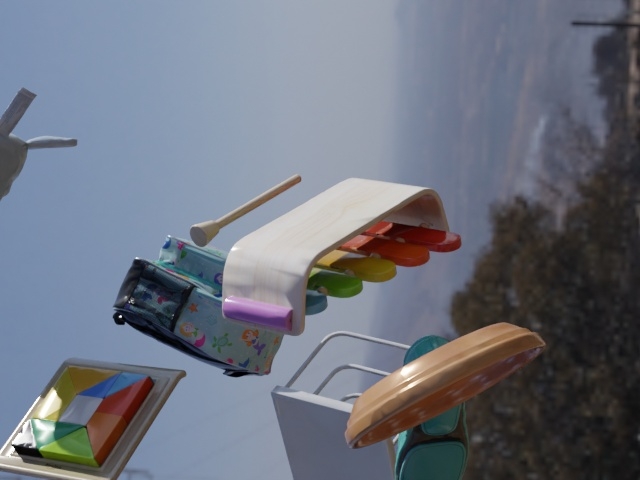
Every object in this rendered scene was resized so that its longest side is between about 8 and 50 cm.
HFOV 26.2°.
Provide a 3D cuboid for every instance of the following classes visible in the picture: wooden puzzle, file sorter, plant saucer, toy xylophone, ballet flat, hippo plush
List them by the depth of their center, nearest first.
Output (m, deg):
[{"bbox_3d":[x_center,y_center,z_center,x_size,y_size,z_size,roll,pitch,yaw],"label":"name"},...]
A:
[{"bbox_3d":[0.107,0.127,1.236,0.037,0.200,0.200,63,175,15],"label":"plant saucer"},{"bbox_3d":[0.126,0.202,1.552,0.087,0.083,0.247,-97,7,-50],"label":"ballet flat"},{"bbox_3d":[0.000,0.000,1.609,0.322,0.236,0.081,-26,-62,-38],"label":"toy xylophone"},{"bbox_3d":[-0.335,0.249,1.956,0.239,0.221,0.044,-55,-44,-41],"label":"wooden puzzle"},{"bbox_3d":[0.073,0.308,2.131,0.173,0.192,0.278,-47,-43,-41],"label":"file sorter"},{"bbox_3d":[-0.600,-0.130,2.177,0.234,0.236,0.294,50,-117,-29],"label":"hippo plush"}]

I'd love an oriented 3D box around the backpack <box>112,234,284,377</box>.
[{"bbox_3d":[-0.172,0.113,2.214,0.191,0.253,0.225,-61,-24,0],"label":"backpack"}]
